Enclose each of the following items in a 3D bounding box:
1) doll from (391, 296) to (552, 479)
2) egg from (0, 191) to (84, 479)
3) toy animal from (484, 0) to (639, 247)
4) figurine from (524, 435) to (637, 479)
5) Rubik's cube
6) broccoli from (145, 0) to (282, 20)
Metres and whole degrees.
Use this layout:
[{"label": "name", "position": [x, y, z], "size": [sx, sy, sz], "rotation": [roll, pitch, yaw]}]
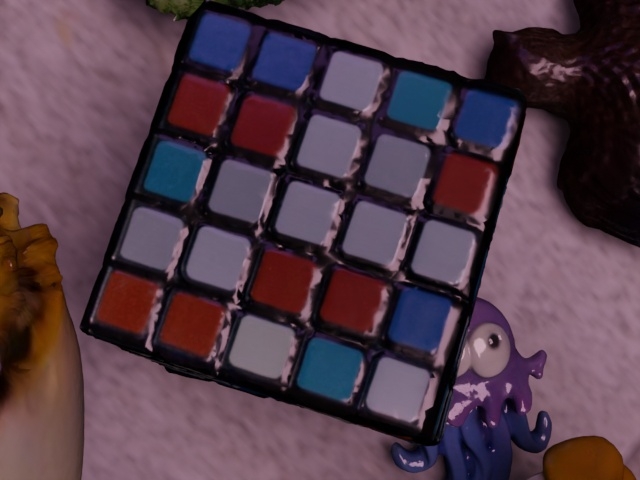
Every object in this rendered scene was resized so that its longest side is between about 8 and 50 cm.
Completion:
[{"label": "doll", "position": [0.094, 0.119, 0.862], "size": [0.110, 0.067, 0.205], "rotation": [-11, 103, -10]}, {"label": "egg", "position": [-0.217, 0.122, 0.692], "size": [0.174, 0.264, 0.286], "rotation": [52, 36, -41]}, {"label": "toy animal", "position": [0.201, -0.103, 0.874], "size": [0.180, 0.116, 0.218], "rotation": [7, 93, -18]}, {"label": "figurine", "position": [0.085, 0.329, 0.740], "size": [0.387, 0.268, 0.401], "rotation": [-33, 84, 1]}, {"label": "Rubik's cube", "position": [0.000, 0.000, 0.747], "size": [0.184, 0.182, 0.187], "rotation": [14, 82, 8]}, {"label": "broccoli", "position": [-0.026, -0.257, 0.760], "size": [0.269, 0.241, 0.261], "rotation": [-2, 110, 11]}]
